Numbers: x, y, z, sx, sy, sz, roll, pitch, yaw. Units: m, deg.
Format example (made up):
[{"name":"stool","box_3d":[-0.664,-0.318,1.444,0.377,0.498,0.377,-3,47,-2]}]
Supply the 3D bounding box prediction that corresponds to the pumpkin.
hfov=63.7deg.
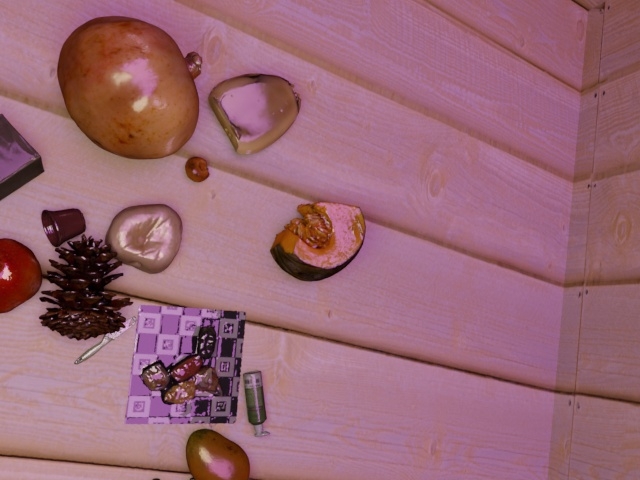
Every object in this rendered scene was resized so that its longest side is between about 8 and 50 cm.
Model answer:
[{"name":"pumpkin","box_3d":[0.000,0.000,1.758,0.256,0.225,0.303,33,76,-14]}]

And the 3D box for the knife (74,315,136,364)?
[{"name":"knife","box_3d":[-0.629,0.291,1.511,0.207,0.014,0.030,-38,101,-27]}]

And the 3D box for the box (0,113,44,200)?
[{"name":"box","box_3d":[-0.888,-0.194,1.372,0.231,0.155,0.149,-43,100,-23]}]

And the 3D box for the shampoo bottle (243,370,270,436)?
[{"name":"shampoo bottle","box_3d":[-0.206,0.528,1.661,0.065,0.065,0.204,-5,85,-27]}]

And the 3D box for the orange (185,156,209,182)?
[{"name":"orange","box_3d":[-0.403,-0.227,1.667,0.086,0.062,0.086,30,48,-40]}]

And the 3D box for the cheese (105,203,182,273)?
[{"name":"cheese","box_3d":[-0.519,-0.007,1.550,0.235,0.117,0.217,-31,99,-23]}]

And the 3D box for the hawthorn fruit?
[{"name":"hawthorn fruit","box_3d":[-0.827,0.080,1.324,0.197,0.225,0.196,7,69,-19]}]

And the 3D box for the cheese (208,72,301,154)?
[{"name":"cheese","box_3d":[-0.209,-0.457,1.766,0.316,0.128,0.259,-34,106,-20]}]

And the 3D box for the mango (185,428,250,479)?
[{"name":"mango","box_3d":[-0.316,0.671,1.556,0.221,0.120,0.151,36,59,-10]}]

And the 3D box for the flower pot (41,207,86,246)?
[{"name":"flower pot","box_3d":[-0.726,-0.045,1.468,0.089,0.111,0.111,-24,94,-43]}]

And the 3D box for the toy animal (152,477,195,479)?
[{"name":"toy animal","box_3d":[-0.467,0.764,1.488,0.270,0.082,0.137,1,82,-27]}]

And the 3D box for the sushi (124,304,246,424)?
[{"name":"sushi","box_3d":[-0.398,0.385,1.585,0.344,0.064,0.358,9,78,-25]}]

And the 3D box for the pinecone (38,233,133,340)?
[{"name":"pinecone","box_3d":[-0.635,0.125,1.408,0.247,0.246,0.291,3,77,-26]}]

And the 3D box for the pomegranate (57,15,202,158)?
[{"name":"pomegranate","box_3d":[-0.514,-0.429,1.460,0.412,0.412,0.410,4,81,-26]}]
